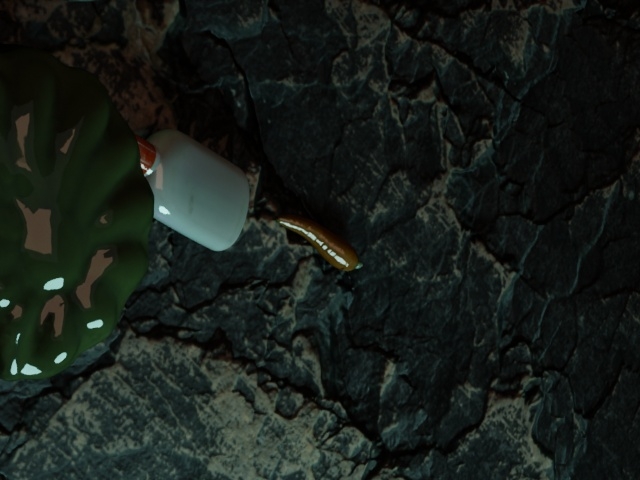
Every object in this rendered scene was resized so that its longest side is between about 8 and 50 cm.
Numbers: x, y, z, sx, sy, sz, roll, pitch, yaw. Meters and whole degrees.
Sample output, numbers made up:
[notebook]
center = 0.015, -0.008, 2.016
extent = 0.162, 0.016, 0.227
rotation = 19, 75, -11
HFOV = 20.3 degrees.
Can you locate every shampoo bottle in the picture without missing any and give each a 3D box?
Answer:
[shampoo bottle]
center = -0.165, -0.070, 2.034
extent = 0.221, 0.051, 0.108
rotation = 32, 66, -48

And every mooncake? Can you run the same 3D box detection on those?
[mooncake]
center = -0.332, -0.034, 1.833
extent = 0.351, 0.187, 0.351
rotation = -2, 94, -39

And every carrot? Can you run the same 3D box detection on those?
[carrot]
center = 0.000, 0.000, 2.220
extent = 0.142, 0.035, 0.035
rotation = 34, 71, -30
